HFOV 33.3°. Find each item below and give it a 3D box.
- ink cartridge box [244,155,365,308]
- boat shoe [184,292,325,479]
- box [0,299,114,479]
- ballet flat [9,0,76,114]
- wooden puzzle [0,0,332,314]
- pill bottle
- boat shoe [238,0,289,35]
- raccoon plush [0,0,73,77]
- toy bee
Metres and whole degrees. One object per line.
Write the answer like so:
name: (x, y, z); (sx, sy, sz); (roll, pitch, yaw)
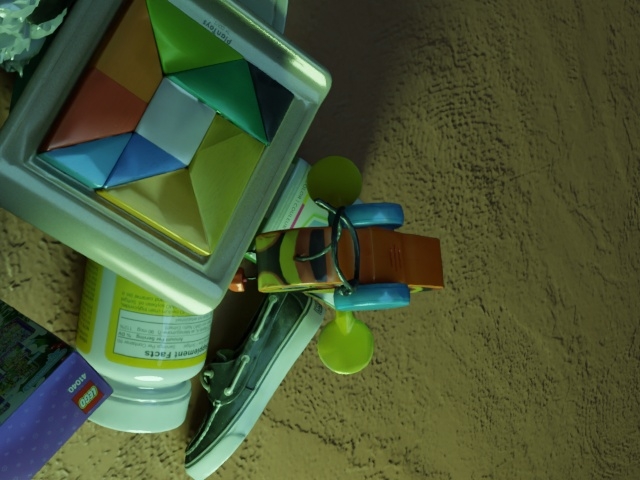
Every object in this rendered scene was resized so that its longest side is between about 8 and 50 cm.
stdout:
ink cartridge box: (0.000, 0.000, 1.112); (0.209, 0.062, 0.109); (34, 82, -44)
boat shoe: (-0.084, 0.139, 1.089); (0.070, 0.078, 0.219); (34, 88, -11)
box: (-0.316, 0.169, 0.790); (0.293, 0.201, 0.057); (-47, 130, -19)
ballet flat: (-0.196, -0.171, 0.867); (0.074, 0.074, 0.203); (8, 97, -44)
wooden puzzle: (-0.119, -0.089, 0.847); (0.221, 0.044, 0.239); (33, 78, -27)
pill bottle: (-0.154, 0.056, 0.953); (0.119, 0.119, 0.209); (0, 106, -42)
boat shoe: (-0.084, -0.286, 0.897); (0.097, 0.116, 0.324); (-74, 157, -62)
raccoon plush: (-0.352, -0.229, 0.673); (0.446, 0.299, 0.216); (17, 95, -7)
toy bee: (0.001, 0.008, 0.992); (0.298, 0.162, 0.195); (49, 41, -54)
